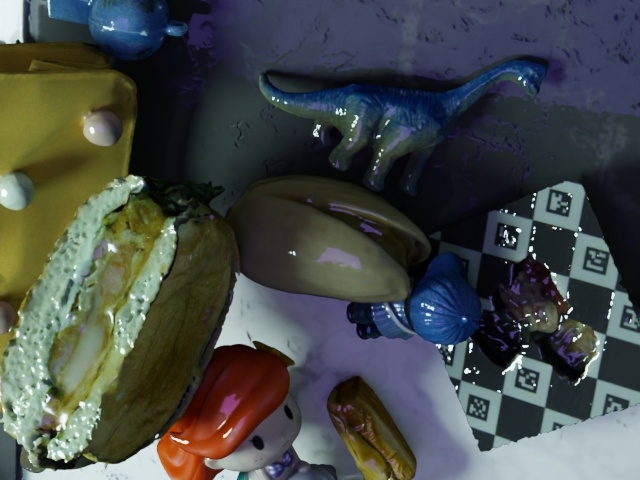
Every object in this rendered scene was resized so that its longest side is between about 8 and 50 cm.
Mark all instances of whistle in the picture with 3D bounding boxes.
[{"bbox_3d":[-0.207,-0.223,1.405,0.158,0.090,0.090,12,115,8],"label":"whistle"}]

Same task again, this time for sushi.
[{"bbox_3d":[0.218,0.074,1.438,0.220,0.047,0.231,-23,89,33],"label":"sushi"}]

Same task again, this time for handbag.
[{"bbox_3d":[-0.339,0.001,1.427,0.283,0.133,0.401,-4,121,-28],"label":"handbag"}]

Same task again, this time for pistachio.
[{"bbox_3d":[0.000,0.000,1.421,0.226,0.136,0.135,14,116,26],"label":"pistachio"}]

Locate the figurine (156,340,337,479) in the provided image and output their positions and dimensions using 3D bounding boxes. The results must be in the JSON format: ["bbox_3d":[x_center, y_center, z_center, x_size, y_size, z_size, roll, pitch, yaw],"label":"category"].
[{"bbox_3d":[-0.074,0.226,1.509,0.181,0.208,0.257,-28,111,-1],"label":"figurine"}]

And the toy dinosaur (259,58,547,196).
[{"bbox_3d":[0.071,-0.149,1.394,0.248,0.075,0.188,32,107,5],"label":"toy dinosaur"}]

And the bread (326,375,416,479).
[{"bbox_3d":[0.054,0.212,1.535,0.053,0.074,0.132,-30,105,12],"label":"bread"}]

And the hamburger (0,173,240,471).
[{"bbox_3d":[-0.181,0.080,1.387,0.132,0.211,0.308,21,86,21],"label":"hamburger"}]

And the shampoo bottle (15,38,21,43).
[{"bbox_3d":[-0.372,-0.179,1.495,0.137,0.027,0.048,-12,112,18],"label":"shampoo bottle"}]

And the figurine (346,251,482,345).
[{"bbox_3d":[0.093,0.066,1.439,0.149,0.087,0.086,-12,115,37],"label":"figurine"}]

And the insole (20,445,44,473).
[{"bbox_3d":[-0.332,0.218,1.669,0.045,0.002,0.135,17,116,6],"label":"insole"}]
